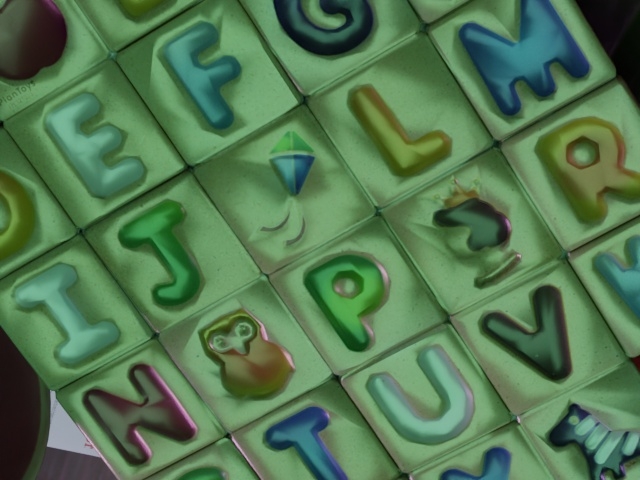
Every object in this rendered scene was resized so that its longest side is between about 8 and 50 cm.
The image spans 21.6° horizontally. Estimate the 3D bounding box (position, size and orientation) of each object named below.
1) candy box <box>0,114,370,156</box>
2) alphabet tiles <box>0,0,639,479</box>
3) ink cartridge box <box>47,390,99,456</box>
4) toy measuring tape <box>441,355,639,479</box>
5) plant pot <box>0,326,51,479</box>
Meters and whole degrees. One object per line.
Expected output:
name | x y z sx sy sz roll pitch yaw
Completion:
candy box | -0.068 -0.020 0.782 0.196 0.070 0.165 -1 141 5
alphabet tiles | 0.000 0.000 0.705 0.285 0.011 0.342 -29 108 16
ink cartridge box | -0.161 0.066 0.911 0.122 0.052 0.088 14 140 -10
toy measuring tape | 0.148 0.110 0.849 0.121 0.121 0.330 -23 144 29
plant pot | -0.232 0.083 0.768 0.180 0.201 0.201 -17 137 32
